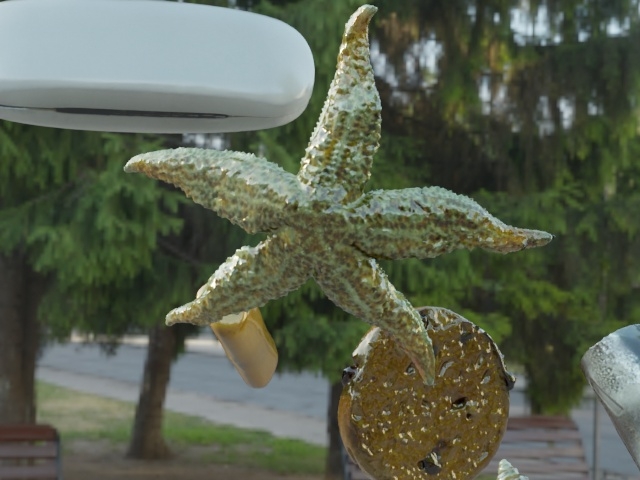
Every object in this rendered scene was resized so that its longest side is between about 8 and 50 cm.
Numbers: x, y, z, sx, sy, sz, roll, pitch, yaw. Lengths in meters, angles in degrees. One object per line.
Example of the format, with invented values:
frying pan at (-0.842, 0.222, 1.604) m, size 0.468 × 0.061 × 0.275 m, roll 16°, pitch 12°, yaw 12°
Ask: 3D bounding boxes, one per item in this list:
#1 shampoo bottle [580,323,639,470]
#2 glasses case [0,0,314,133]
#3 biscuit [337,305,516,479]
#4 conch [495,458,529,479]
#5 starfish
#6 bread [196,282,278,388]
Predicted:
shampoo bottle at (0.244, 0.151, 0.694) m, size 0.057 × 0.208 × 0.063 m, roll 4°, pitch -42°, yaw -39°
glasses case at (-0.120, -0.118, 0.728) m, size 0.233 × 0.092 × 0.059 m, roll -1°, pitch -38°, yaw -12°
biscuit at (0.150, 0.232, 1.570) m, size 0.295 × 0.296 × 0.075 m, roll 4°, pitch -2°, yaw -28°
conch at (0.264, 0.349, 1.258) m, size 0.114 × 0.137 × 0.234 m, roll -28°, pitch 34°, yaw -10°
starfish at (-0.002, 0.002, 0.969) m, size 0.358 × 0.347 × 0.078 m, roll -42°, pitch 5°, yaw 19°
bread at (-0.112, 0.135, 1.570) m, size 0.074 × 0.093 × 0.239 m, roll -33°, pitch -28°, yaw -8°
